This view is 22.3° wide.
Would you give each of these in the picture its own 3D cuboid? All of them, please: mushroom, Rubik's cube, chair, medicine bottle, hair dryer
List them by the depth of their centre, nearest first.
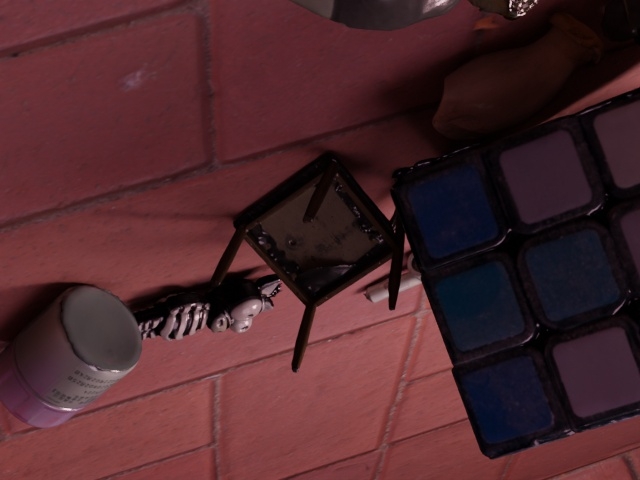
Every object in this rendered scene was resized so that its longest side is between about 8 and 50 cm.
[{"bbox_3d":[0.222,-0.185,1.862,0.212,0.097,0.088,-32,-163,11],"label":"mushroom"},{"bbox_3d":[0.329,0.023,1.918,0.362,0.358,0.363,-23,176,19],"label":"Rubik's cube"},{"bbox_3d":[0.000,0.000,2.002,0.188,0.166,0.272,-35,-165,26],"label":"chair"},{"bbox_3d":[-0.323,0.149,2.062,0.135,0.135,0.168,7,143,-47],"label":"medicine bottle"},{"bbox_3d":[0.121,0.057,2.350,0.137,0.047,0.082,-22,156,20],"label":"hair dryer"}]

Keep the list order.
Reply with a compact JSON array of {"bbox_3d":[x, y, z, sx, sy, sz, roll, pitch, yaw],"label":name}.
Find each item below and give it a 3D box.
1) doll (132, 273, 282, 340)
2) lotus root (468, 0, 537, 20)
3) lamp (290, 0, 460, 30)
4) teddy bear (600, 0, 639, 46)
[{"bbox_3d":[-0.148,0.094,2.172,0.219,0.067,0.091,-14,151,-20],"label":"doll"},{"bbox_3d":[0.164,-0.285,1.549,0.070,0.144,0.143,6,137,-32],"label":"lotus root"},{"bbox_3d":[-0.006,-0.262,1.399,0.314,0.182,0.182,-9,154,-18],"label":"lamp"},{"bbox_3d":[0.464,-0.254,1.847,0.251,0.144,0.171,-28,162,20],"label":"teddy bear"}]
